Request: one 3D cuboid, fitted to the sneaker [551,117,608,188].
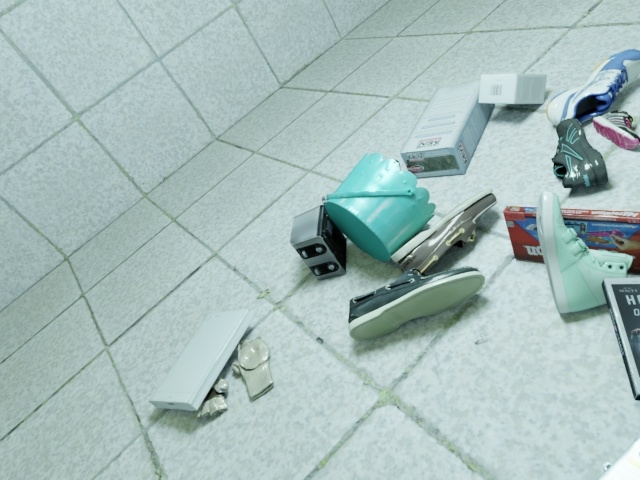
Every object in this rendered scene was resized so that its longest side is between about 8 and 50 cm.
[{"bbox_3d":[0.650,-0.230,1.306,0.106,0.101,0.267,-21,35,21],"label":"sneaker"}]

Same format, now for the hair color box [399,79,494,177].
[{"bbox_3d":[0.425,-0.371,1.651,0.186,0.113,0.374,0,45,39],"label":"hair color box"}]

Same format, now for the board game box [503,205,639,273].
[{"bbox_3d":[0.544,-0.004,1.070,0.282,0.145,0.027,7,45,44],"label":"board game box"}]

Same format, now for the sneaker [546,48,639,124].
[{"bbox_3d":[0.798,-0.414,1.409,0.297,0.112,0.131,-38,28,11],"label":"sneaker"}]

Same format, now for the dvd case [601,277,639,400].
[{"bbox_3d":[0.609,0.162,0.860,0.180,0.029,0.238,-2,48,14],"label":"dvd case"}]

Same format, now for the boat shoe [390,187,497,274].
[{"bbox_3d":[0.336,-0.016,1.298,0.325,0.096,0.116,-35,-7,-10],"label":"boat shoe"}]

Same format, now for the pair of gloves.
[{"bbox_3d":[-0.239,0.359,1.342,0.240,0.042,0.204,-28,34,6],"label":"pair of gloves"}]

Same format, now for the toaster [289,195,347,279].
[{"bbox_3d":[0.000,0.000,1.482,0.110,0.168,0.185,-20,37,20],"label":"toaster"}]

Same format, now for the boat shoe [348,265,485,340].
[{"bbox_3d":[0.214,0.125,1.195,0.340,0.127,0.113,-30,45,20],"label":"boat shoe"}]

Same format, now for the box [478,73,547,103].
[{"bbox_3d":[0.610,-0.481,1.589,0.171,0.090,0.130,-12,20,-35],"label":"box"}]

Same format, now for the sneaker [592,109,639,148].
[{"bbox_3d":[0.790,-0.298,1.310,0.075,0.063,0.170,-32,29,13],"label":"sneaker"}]

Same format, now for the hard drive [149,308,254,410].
[{"bbox_3d":[-0.331,0.329,1.409,0.203,0.040,0.307,-14,35,41],"label":"hard drive"}]

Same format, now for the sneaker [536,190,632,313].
[{"bbox_3d":[0.530,0.011,1.009,0.151,0.255,0.094,-13,5,18],"label":"sneaker"}]

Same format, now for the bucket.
[{"bbox_3d":[0.157,-0.087,1.386,0.183,0.281,0.281,-47,36,-12],"label":"bucket"}]

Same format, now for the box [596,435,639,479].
[{"bbox_3d":[0.499,0.344,0.725,0.244,0.060,0.100,-39,30,-9],"label":"box"}]

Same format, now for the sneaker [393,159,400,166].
[{"bbox_3d":[0.167,-0.188,1.654,0.130,0.087,0.227,18,64,42],"label":"sneaker"}]

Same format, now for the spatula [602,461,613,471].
[{"bbox_3d":[0.551,0.367,0.717,0.168,0.019,0.242,-39,35,-7],"label":"spatula"}]
